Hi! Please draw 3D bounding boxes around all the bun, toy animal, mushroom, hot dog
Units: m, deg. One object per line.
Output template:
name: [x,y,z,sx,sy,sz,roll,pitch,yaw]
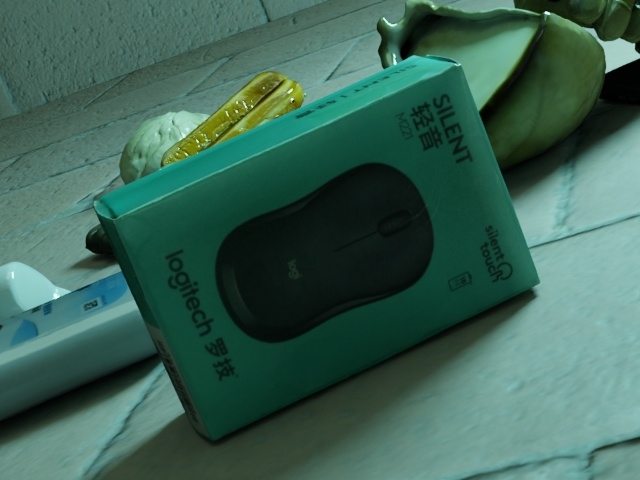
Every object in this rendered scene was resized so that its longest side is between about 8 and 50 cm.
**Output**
bun: [-0.232,-0.145,2.135,0.183,0.102,0.183,-21,18,7]
toy animal: [-0.261,-0.004,1.798,0.065,0.047,0.136,-36,21,-27]
mushroom: [0.176,-0.143,1.543,0.212,0.217,0.292,20,3,-41]
hot dog: [-0.128,-0.145,1.988,0.250,0.076,0.104,-45,45,-13]

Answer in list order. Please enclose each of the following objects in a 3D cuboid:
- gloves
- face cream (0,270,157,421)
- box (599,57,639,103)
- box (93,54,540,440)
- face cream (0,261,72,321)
gloves: [0.330,-0.292,1.551,0.154,0.141,0.331,24,12,26]
face cream: [-0.306,0.123,1.346,0.337,0.080,0.163,-23,14,-5]
box: [0.391,-0.188,1.573,0.126,0.027,0.125,-24,18,-13]
box: [0.000,0.000,1.117,0.311,0.205,0.118,-24,17,-10]
face cream: [-0.455,0.101,1.505,0.370,0.145,0.145,-20,15,10]
